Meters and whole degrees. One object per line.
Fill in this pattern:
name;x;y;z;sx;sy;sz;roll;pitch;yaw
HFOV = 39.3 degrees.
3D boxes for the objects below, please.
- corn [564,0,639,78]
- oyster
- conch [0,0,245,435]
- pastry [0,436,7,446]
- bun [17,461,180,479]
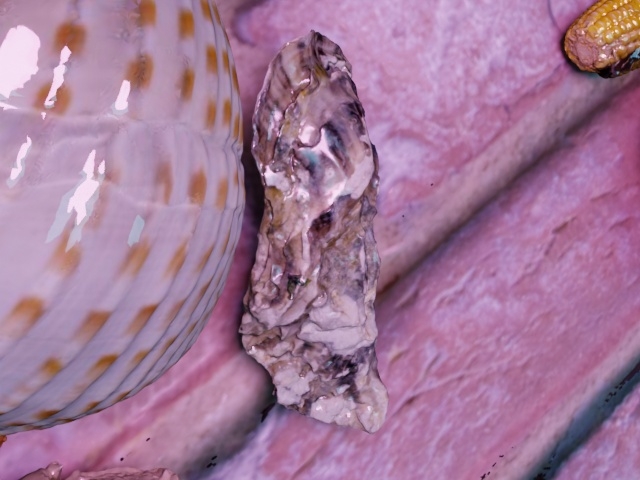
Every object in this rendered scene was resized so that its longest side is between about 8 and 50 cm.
corn;0.296;-0.202;0.774;0.203;0.072;0.072;-31;110;-21
oyster;-0.003;0.000;0.600;0.199;0.087;0.252;28;69;-68
conch;-0.147;-0.047;0.459;0.319;0.215;0.302;23;71;-31
pastry;-0.234;0.133;0.530;0.063;0.087;0.169;39;78;-41
bun;-0.163;0.208;0.527;0.128;0.178;0.193;26;70;3
